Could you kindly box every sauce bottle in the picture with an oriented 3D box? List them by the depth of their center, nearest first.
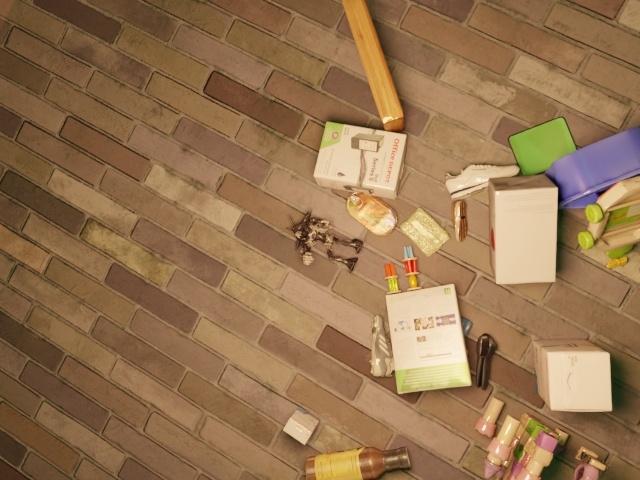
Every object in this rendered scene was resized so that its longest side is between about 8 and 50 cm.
[{"bbox_3d":[0.126,0.749,1.853,0.344,0.111,0.111,-12,87,9],"label":"sauce bottle"}]

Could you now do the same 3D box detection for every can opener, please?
[{"bbox_3d":[0.528,0.392,1.813,0.073,0.059,0.186,1,100,-16],"label":"can opener"}]

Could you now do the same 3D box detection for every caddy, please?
[{"bbox_3d":[0.848,-0.193,1.666,0.341,0.241,0.179,-23,81,10],"label":"caddy"}]

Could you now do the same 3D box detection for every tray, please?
[{"bbox_3d":[0.179,-0.561,1.811,0.076,0.203,0.411,-19,86,9],"label":"tray"}]

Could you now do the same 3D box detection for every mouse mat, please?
[{"bbox_3d":[0.723,-0.301,1.807,0.190,0.007,0.152,-20,86,8],"label":"mouse mat"}]

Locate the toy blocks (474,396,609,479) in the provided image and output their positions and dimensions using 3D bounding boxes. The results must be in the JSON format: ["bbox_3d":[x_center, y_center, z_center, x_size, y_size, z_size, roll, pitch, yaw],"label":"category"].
[{"bbox_3d":[0.618,0.677,1.677,0.309,0.288,0.260,25,90,7],"label":"toy blocks"}]

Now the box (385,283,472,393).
[{"bbox_3d":[0.343,0.316,1.788,0.232,0.058,0.322,-11,69,18],"label":"box"}]

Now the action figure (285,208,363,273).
[{"bbox_3d":[0.000,0.000,1.872,0.276,0.141,0.164,23,105,8],"label":"action figure"}]

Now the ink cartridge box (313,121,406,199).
[{"bbox_3d":[0.136,-0.264,1.845,0.273,0.115,0.198,11,80,11],"label":"ink cartridge box"}]

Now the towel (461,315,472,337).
[{"bbox_3d":[0.435,0.270,1.841,0.119,0.029,0.067,28,94,10],"label":"towel"}]

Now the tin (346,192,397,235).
[{"bbox_3d":[0.174,-0.093,1.892,0.190,0.040,0.106,39,92,9],"label":"tin"}]

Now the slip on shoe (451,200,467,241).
[{"bbox_3d":[0.453,-0.063,1.839,0.041,0.051,0.135,3,100,50],"label":"slip on shoe"}]

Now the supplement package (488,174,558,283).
[{"bbox_3d":[0.610,-0.035,1.696,0.175,0.177,0.293,-3,108,11],"label":"supplement package"}]

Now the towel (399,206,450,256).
[{"bbox_3d":[0.348,-0.029,1.863,0.110,0.027,0.148,-45,82,6],"label":"towel"}]

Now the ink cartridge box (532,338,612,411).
[{"bbox_3d":[0.751,0.399,1.678,0.168,0.233,0.171,-3,89,11],"label":"ink cartridge box"}]

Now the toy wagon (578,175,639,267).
[{"bbox_3d":[0.898,-0.049,1.643,0.267,0.344,0.068,-15,49,-2],"label":"toy wagon"}]

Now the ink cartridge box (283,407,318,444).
[{"bbox_3d":[-0.065,0.626,1.882,0.088,0.122,0.052,31,94,10],"label":"ink cartridge box"}]

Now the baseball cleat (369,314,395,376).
[{"bbox_3d":[0.217,0.353,1.871,0.109,0.072,0.206,3,92,-5],"label":"baseball cleat"}]

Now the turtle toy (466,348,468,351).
[{"bbox_3d":[0.432,0.372,1.816,0.095,0.066,0.130,-14,107,16],"label":"turtle toy"}]

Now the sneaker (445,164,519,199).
[{"bbox_3d":[0.524,-0.210,1.807,0.235,0.090,0.094,-18,77,8],"label":"sneaker"}]

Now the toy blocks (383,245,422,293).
[{"bbox_3d":[0.268,0.098,1.862,0.123,0.054,0.148,-11,78,17],"label":"toy blocks"}]
